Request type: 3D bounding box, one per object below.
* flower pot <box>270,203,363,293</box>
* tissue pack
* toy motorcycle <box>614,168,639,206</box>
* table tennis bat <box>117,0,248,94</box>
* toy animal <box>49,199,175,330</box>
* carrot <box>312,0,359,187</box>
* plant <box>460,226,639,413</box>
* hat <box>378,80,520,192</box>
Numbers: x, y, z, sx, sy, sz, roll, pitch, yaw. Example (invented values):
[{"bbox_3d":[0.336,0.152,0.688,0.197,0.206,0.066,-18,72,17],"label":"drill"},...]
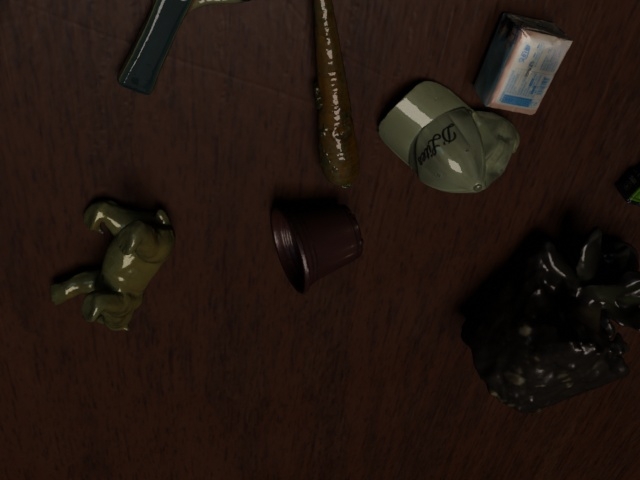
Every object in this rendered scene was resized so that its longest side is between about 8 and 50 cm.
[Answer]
[{"bbox_3d":[0.000,0.000,0.815,0.089,0.111,0.111,-18,133,-18],"label":"flower pot"},{"bbox_3d":[0.221,-0.193,0.735,0.074,0.058,0.094,6,127,-18],"label":"tissue pack"},{"bbox_3d":[0.507,-0.076,0.922,0.173,0.058,0.100,12,132,-23],"label":"toy motorcycle"},{"bbox_3d":[-0.111,-0.264,0.602,0.174,0.022,0.301,17,122,-29],"label":"table tennis bat"},{"bbox_3d":[-0.239,0.042,0.794,0.101,0.103,0.218,2,129,-49],"label":"toy animal"},{"bbox_3d":[0.013,-0.162,0.713,0.049,0.049,0.254,-12,129,-6],"label":"carrot"},{"bbox_3d":[0.352,0.114,0.949,0.199,0.188,0.276,29,117,-35],"label":"plant"},{"bbox_3d":[0.154,-0.118,0.775,0.166,0.081,0.122,37,110,-26],"label":"hat"}]
